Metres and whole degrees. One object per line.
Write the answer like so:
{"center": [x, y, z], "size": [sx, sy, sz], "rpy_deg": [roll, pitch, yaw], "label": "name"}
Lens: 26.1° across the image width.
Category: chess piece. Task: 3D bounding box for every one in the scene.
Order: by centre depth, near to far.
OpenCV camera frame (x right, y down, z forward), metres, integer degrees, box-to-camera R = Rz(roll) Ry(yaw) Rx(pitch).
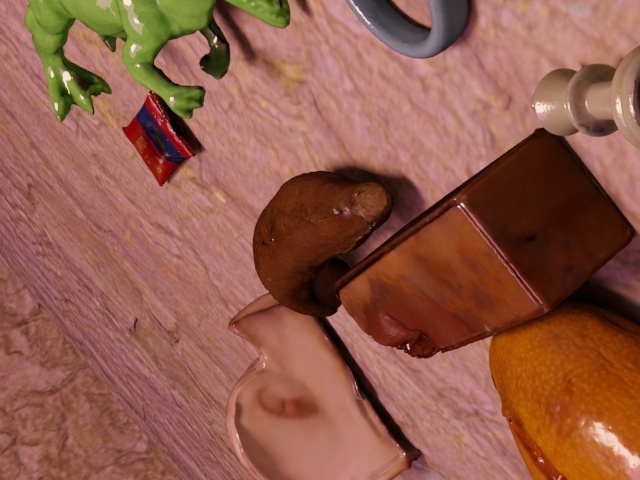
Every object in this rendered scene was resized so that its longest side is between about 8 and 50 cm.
{"center": [0.158, -0.078, 0.764], "size": [0.059, 0.059, 0.149], "rpy_deg": [58, 167, -14], "label": "chess piece"}

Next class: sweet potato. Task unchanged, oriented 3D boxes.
{"center": [0.003, -0.006, 1.201], "size": [0.112, 0.085, 0.286], "rpy_deg": [32, 155, -4], "label": "sweet potato"}

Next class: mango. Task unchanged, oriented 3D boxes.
{"center": [0.204, 0.140, 0.921], "size": [0.295, 0.120, 0.177], "rpy_deg": [35, 152, 42], "label": "mango"}

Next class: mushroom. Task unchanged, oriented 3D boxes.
{"center": [-0.046, 0.187, 1.508], "size": [0.236, 0.162, 0.173], "rpy_deg": [57, 159, -6], "label": "mushroom"}

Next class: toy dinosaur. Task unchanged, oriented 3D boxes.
{"center": [-0.238, -0.295, 1.157], "size": [0.500, 0.144, 0.374], "rpy_deg": [47, 155, 3], "label": "toy dinosaur"}

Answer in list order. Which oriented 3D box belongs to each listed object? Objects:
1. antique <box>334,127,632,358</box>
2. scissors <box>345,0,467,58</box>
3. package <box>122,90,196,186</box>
{"center": [0.102, 0.017, 0.997], "size": [0.093, 0.087, 0.310], "rpy_deg": [51, 160, 0], "label": "antique"}
{"center": [0.111, -0.169, 0.735], "size": [0.447, 0.029, 0.192], "rpy_deg": [21, 143, 57], "label": "scissors"}
{"center": [-0.180, -0.109, 1.513], "size": [0.083, 0.022, 0.200], "rpy_deg": [54, 162, -4], "label": "package"}
